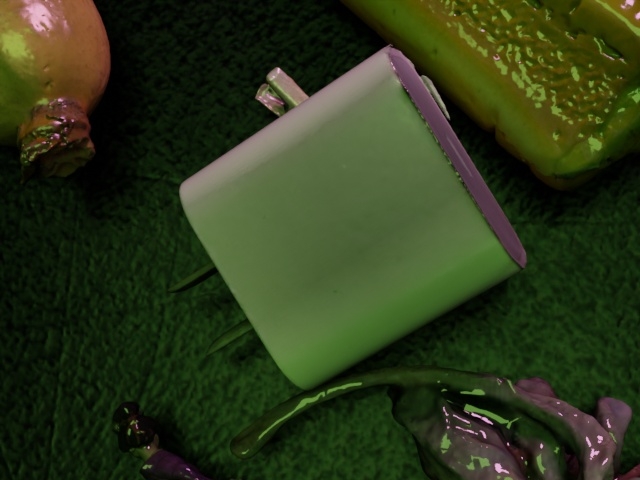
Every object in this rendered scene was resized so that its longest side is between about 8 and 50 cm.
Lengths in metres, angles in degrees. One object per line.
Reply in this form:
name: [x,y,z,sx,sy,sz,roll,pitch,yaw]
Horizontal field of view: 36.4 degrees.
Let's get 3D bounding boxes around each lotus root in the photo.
lotus root: [-0.269,-0.184,0.827,0.146,0.131,0.303,-35,74,22]

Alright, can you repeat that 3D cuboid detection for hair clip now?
hair clip: [0.028,-0.061,0.810,0.214,0.056,0.062,42,72,4]

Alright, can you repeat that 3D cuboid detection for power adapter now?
power adapter: [0.000,0.000,0.734,0.255,0.124,0.187,-31,89,15]

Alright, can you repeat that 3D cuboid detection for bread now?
bread: [0.131,-0.205,0.792,0.383,0.112,0.166,45,114,17]

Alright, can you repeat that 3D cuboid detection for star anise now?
star anise: [0.142,0.214,0.690,0.360,0.139,0.315,-21,70,2]

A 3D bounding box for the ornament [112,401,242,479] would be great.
ornament: [-0.092,0.209,0.750,0.088,0.081,0.203,-35,74,-3]
